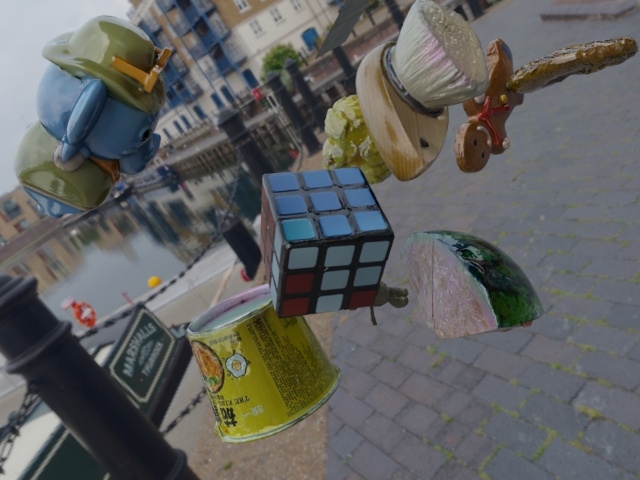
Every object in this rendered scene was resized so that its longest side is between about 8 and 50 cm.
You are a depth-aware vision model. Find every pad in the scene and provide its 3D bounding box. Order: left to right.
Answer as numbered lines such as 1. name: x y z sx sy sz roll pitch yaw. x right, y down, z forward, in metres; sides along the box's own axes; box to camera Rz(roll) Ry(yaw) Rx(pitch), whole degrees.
1. pad: 0.083 -0.582 1.382 0.159 0.009 0.265 -45 -3 -39

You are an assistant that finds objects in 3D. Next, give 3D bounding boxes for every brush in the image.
1. brush: 0.170 -0.234 0.878 0.166 0.174 0.267 -31 53 46

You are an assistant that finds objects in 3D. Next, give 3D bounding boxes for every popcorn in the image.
1. popcorn: 0.095 -0.252 1.384 0.203 0.226 0.200 -14 47 59

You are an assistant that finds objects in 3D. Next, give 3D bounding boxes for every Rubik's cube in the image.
1. Rubik's cube: 0.000 0.000 0.820 0.162 0.163 0.161 -4 44 -15

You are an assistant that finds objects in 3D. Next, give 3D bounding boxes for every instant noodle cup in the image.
1. instant noodle cup: -0.144 0.263 1.253 0.325 0.254 0.325 -22 10 4

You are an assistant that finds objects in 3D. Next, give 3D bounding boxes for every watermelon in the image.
1. watermelon: 0.356 0.083 1.229 0.222 0.292 0.319 -8 -22 -14

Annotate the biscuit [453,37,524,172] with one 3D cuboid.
1. biscuit: 0.389 -0.288 1.233 0.049 0.205 0.324 8 56 47

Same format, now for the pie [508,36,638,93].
1. pie: 0.523 -0.372 1.138 0.273 0.069 0.273 -20 11 4

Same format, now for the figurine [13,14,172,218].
1. figurine: -0.272 -0.145 0.654 0.262 0.154 0.180 -44 0 43

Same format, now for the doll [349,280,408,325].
1. doll: 0.168 0.163 1.602 0.091 0.286 0.203 0 53 40
